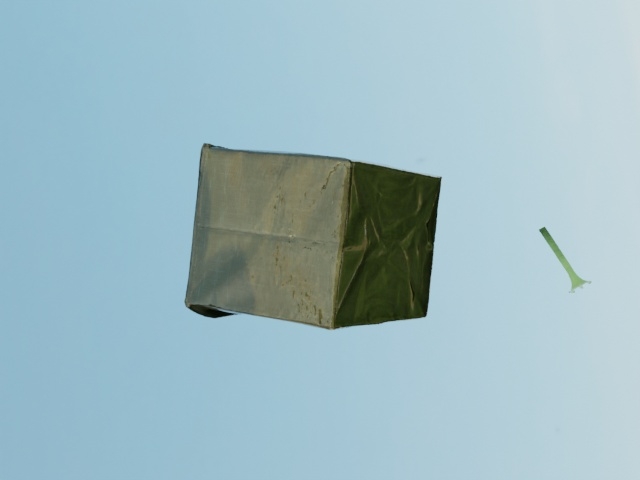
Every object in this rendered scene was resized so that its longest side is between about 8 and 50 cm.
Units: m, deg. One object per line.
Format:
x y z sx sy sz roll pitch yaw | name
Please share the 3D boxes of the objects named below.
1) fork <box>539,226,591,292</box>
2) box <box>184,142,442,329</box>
0.366 0.037 1.710 0.235 0.039 0.021 41 -162 -54 | fork
0.000 0.000 1.064 0.231 0.149 0.155 5 -88 -65 | box
